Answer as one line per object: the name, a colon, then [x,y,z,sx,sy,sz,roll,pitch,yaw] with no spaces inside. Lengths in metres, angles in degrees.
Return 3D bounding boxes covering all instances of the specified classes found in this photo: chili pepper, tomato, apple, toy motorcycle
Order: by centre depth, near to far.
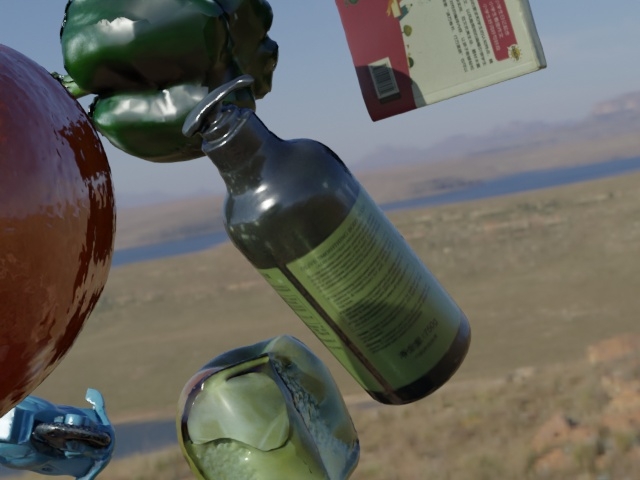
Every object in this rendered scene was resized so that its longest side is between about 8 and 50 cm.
tomato: [-0.213,0.018,0.605,0.259,0.180,0.260,-39,7,6]
chili pepper: [-0.170,-0.171,1.187,0.261,0.174,0.165,-1,45,33]
toy motorcycle: [-0.340,0.212,1.398,0.272,0.124,0.182,4,-17,15]
apple: [-0.062,0.213,1.427,0.173,0.188,0.207,-19,8,46]

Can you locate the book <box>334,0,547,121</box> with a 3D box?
book: [0.108,-0.217,1.238,0.022,0.162,0.231,-21,6,-41]

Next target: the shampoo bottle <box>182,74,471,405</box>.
shampoo bottle: [0.000,0.000,0.946,0.101,0.284,0.101,-32,27,18]
